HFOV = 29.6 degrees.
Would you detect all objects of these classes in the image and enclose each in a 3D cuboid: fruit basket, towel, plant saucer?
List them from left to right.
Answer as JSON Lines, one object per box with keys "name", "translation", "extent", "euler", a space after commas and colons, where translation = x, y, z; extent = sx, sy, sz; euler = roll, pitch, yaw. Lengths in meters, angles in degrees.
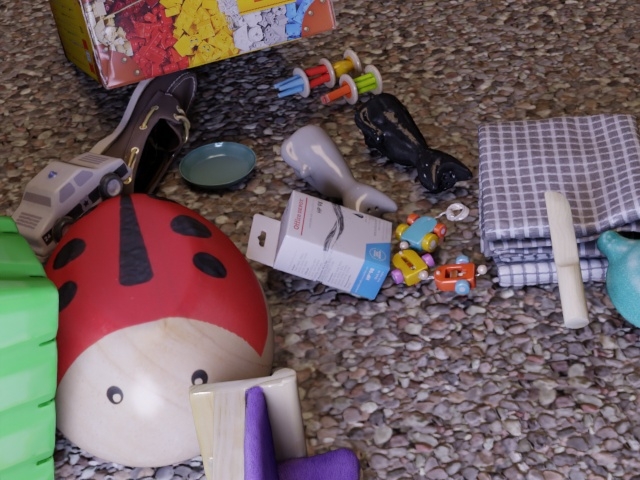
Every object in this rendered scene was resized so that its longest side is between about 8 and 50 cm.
{"name": "fruit basket", "translation": [-0.465, 0.168, 1.249], "extent": [0.392, 0.392, 0.283], "euler": [-22, 40, -20]}
{"name": "plant saucer", "translation": [-0.156, -0.111, 1.858], "extent": [0.119, 0.021, 0.119], "euler": [-4, 37, 3]}
{"name": "towel", "translation": [0.331, -0.067, 1.644], "extent": [0.235, 0.121, 0.283], "euler": [-3, 37, 6]}

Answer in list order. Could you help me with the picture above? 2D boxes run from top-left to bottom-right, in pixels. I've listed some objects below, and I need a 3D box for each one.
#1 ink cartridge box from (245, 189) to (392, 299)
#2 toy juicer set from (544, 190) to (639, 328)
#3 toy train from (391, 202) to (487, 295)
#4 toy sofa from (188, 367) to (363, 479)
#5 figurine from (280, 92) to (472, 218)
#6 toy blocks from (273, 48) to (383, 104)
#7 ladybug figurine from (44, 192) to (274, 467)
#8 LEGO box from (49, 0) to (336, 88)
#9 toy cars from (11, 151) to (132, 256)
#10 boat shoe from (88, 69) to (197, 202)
{"name": "ink cartridge box", "translation": [0.000, 0.000, 1.599], "extent": [0.180, 0.060, 0.104], "euler": [18, 37, -9]}
{"name": "toy juicer set", "translation": [0.402, 0.080, 1.453], "extent": [0.329, 0.089, 0.209], "euler": [16, 60, 9]}
{"name": "toy train", "translation": [0.158, 0.024, 1.605], "extent": [0.125, 0.046, 0.166], "euler": [-9, 39, 11]}
{"name": "toy sofa", "translation": [-0.038, 0.300, 1.189], "extent": [0.177, 0.150, 0.362], "euler": [-7, 37, 2]}
{"name": "figurine", "translation": [0.081, -0.108, 1.772], "extent": [0.215, 0.092, 0.209], "euler": [-25, 45, -22]}
{"name": "toy blocks", "translation": [0.010, -0.256, 1.999], "extent": [0.148, 0.054, 0.123], "euler": [-23, 39, -20]}
{"name": "ladybug figurine", "translation": [-0.218, 0.080, 1.497], "extent": [0.305, 0.161, 0.449], "euler": [-14, 37, -9]}
{"name": "LEGO box", "translation": [-0.240, -0.413, 2.006], "extent": [0.373, 0.193, 0.500], "euler": [-17, 18, -14]}
{"name": "toy cars", "translation": [-0.451, -0.030, 1.671], "extent": [0.394, 0.087, 0.176], "euler": [-23, 37, 3]}
{"name": "boat shoe", "translation": [-0.257, -0.159, 1.864], "extent": [0.097, 0.116, 0.324], "euler": [10, 44, 20]}
